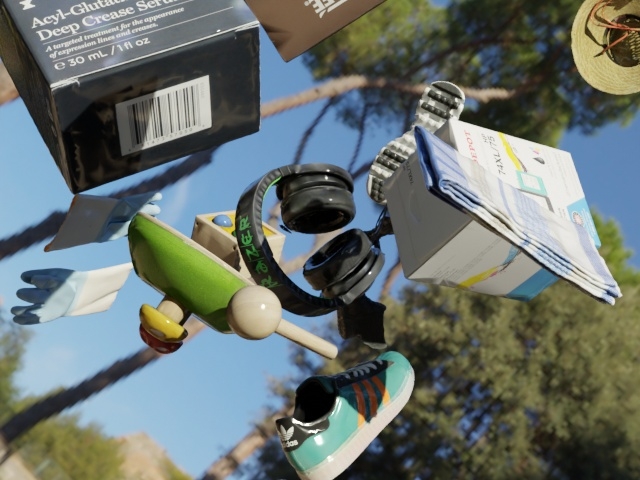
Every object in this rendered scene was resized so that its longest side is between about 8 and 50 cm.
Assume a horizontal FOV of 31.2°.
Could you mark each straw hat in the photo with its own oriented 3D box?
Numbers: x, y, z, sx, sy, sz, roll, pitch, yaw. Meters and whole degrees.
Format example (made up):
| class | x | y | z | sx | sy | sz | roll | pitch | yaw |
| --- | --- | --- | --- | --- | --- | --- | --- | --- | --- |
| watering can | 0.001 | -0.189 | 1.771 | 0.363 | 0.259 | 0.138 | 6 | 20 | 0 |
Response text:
| class | x | y | z | sx | sy | sz | roll | pitch | yaw |
| --- | --- | --- | --- | --- | --- | --- | --- | --- | --- |
| straw hat | 0.386 | -0.245 | 1.423 | 0.144 | 0.144 | 0.061 | 35 | 9 | 27 |

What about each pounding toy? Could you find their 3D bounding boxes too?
| class | x | y | z | sx | sy | sz | roll | pitch | yaw |
| --- | --- | --- | --- | --- | --- | --- | --- | --- | --- |
| pounding toy | -0.125 | 0.076 | 1.171 | 0.237 | 0.110 | 0.183 | 29 | -10 | 32 |
| pounding toy | -0.170 | -0.018 | 2.236 | 0.206 | 0.181 | 0.094 | 32 | -63 | 34 |

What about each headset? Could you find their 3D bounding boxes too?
| class | x | y | z | sx | sy | sz | roll | pitch | yaw |
| --- | --- | --- | --- | --- | --- | --- | --- | --- | --- |
| headset | 0.000 | 0.000 | 1.891 | 0.185 | 0.394 | 0.243 | -29 | -100 | 40 |

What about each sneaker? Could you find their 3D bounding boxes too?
| class | x | y | z | sx | sy | sz | roll | pitch | yaw |
| --- | --- | --- | --- | --- | --- | --- | --- | --- | --- |
| sneaker | 0.040 | 0.235 | 1.726 | 0.108 | 0.302 | 0.121 | -21 | -76 | 39 |
| sneaker | 0.204 | -0.188 | 2.380 | 0.110 | 0.292 | 0.118 | 35 | -8 | 16 |
| sneaker | 0.076 | 0.117 | 2.051 | 0.051 | 0.089 | 0.170 | -145 | -130 | -64 |

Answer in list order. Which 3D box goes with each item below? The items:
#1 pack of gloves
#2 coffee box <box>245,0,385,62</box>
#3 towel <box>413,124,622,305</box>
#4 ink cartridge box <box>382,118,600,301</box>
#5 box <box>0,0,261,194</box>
| class | x | y | z | sx | sy | sz | roll | pitch | yaw |
| --- | --- | --- | --- | --- | --- | --- | --- | --- | --- |
| pack of gloves | -0.301 | 0.012 | 1.447 | 0.046 | 0.195 | 0.232 | 35 | 14 | 16 |
| coffee box | 0.025 | -0.280 | 1.053 | 0.118 | 0.168 | 0.297 | 57 | 17 | -13 |
| towel | 0.243 | -0.038 | 1.437 | 0.285 | 0.034 | 0.209 | 32 | 20 | -14 |
| ink cartridge box | 0.278 | -0.044 | 1.893 | 0.197 | 0.270 | 0.198 | -45 | -135 | 42 |
| box | -0.298 | -0.305 | 1.632 | 0.395 | 0.294 | 0.212 | 55 | -23 | 34 |
